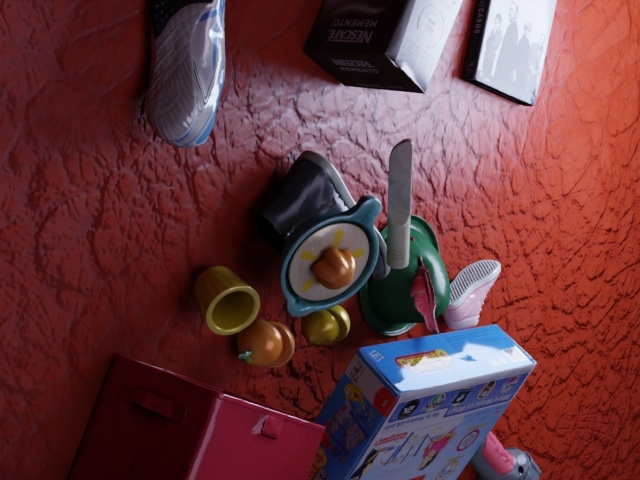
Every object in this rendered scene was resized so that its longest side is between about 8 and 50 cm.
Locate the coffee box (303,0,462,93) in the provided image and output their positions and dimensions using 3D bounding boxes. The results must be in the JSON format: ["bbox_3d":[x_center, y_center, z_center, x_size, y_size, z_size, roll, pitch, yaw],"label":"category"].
[{"bbox_3d":[0.100,-0.321,1.389,0.098,0.141,0.246,35,72,-46],"label":"coffee box"}]

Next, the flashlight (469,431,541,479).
[{"bbox_3d":[0.271,0.321,1.751,0.304,0.103,0.103,49,60,-40],"label":"flashlight"}]

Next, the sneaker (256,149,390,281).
[{"bbox_3d":[0.000,0.000,1.409,0.118,0.083,0.222,-49,125,-19],"label":"sneaker"}]

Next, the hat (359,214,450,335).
[{"bbox_3d":[0.172,0.072,1.521,0.208,0.184,0.173,-57,132,-22],"label":"hat"}]

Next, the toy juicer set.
[{"bbox_3d":[0.021,0.047,1.338,0.329,0.089,0.209,-34,134,-9],"label":"toy juicer set"}]

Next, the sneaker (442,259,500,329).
[{"bbox_3d":[0.235,0.088,1.697,0.134,0.051,0.070,-38,126,-32],"label":"sneaker"}]

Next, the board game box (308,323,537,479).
[{"bbox_3d":[0.107,0.266,1.467,0.308,0.086,0.302,-3,130,-48],"label":"board game box"}]

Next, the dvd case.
[{"bbox_3d":[0.301,-0.344,1.689,0.179,0.030,0.238,12,89,-48],"label":"dvd case"}]

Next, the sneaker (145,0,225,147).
[{"bbox_3d":[-0.141,-0.219,1.204,0.086,0.085,0.237,17,81,-74],"label":"sneaker"}]

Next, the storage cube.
[{"bbox_3d":[-0.141,0.258,1.221,0.215,0.184,0.193,29,77,-47],"label":"storage cube"}]
